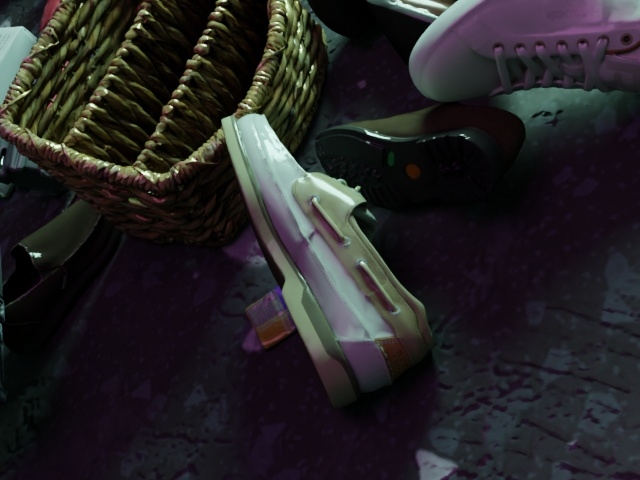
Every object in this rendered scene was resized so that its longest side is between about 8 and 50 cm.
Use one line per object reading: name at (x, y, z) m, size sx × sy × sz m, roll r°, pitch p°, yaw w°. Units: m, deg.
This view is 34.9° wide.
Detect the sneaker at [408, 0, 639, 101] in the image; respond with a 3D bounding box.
sneaker at (0.217, -0.165, 0.841) m, size 0.290 × 0.106 × 0.123 m, roll -19°, pitch 53°, yaw 11°

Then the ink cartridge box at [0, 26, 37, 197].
ink cartridge box at (-0.498, -0.179, 1.403) m, size 0.278 × 0.117 × 0.201 m, roll 8°, pitch 64°, yaw 41°

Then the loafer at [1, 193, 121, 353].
loafer at (-0.297, 0.019, 1.132) m, size 0.080 × 0.078 × 0.220 m, roll 12°, pitch 68°, yaw 42°

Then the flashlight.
flashlight at (-0.322, -0.206, 1.294) m, size 0.103 × 0.103 × 0.304 m, roll -12°, pitch 62°, yaw 37°

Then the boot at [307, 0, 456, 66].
boot at (0.157, -0.300, 1.044) m, size 0.280 × 0.096 × 0.264 m, roll -44°, pitch 35°, yaw -9°

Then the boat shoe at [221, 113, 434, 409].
boat shoe at (0.000, 0.000, 0.900) m, size 0.103 × 0.113 × 0.302 m, roll -23°, pitch 62°, yaw -4°

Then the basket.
basket at (-0.147, -0.169, 1.055) m, size 0.213 × 0.223 × 0.299 m, roll 7°, pitch 63°, yaw 40°

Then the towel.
towel at (-0.030, 0.061, 0.950) m, size 0.083 × 0.009 × 0.060 m, roll -35°, pitch 44°, yaw 11°

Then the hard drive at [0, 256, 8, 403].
hard drive at (-0.491, 0.132, 1.054) m, size 0.338 × 0.064 × 0.237 m, roll -23°, pitch 49°, yaw 6°

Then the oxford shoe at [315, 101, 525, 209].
oxford shoe at (0.090, -0.083, 0.931) m, size 0.227 × 0.083 × 0.096 m, roll 7°, pitch 38°, yaw 44°
